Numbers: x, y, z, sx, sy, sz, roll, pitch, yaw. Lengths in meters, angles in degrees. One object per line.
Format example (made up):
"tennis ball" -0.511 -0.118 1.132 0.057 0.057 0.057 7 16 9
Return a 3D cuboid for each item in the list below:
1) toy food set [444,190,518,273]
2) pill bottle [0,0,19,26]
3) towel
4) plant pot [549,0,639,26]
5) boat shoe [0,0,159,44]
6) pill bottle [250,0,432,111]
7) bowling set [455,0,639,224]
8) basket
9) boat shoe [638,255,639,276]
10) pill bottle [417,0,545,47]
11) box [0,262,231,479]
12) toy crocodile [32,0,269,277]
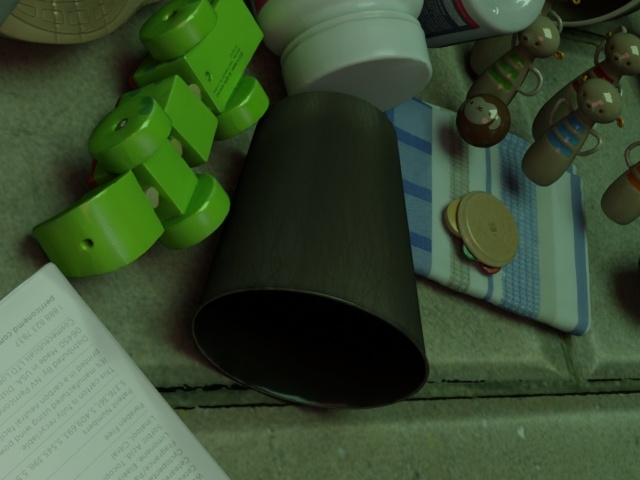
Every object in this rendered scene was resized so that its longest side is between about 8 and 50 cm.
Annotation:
"toy food set" 0.162 -0.009 1.380 0.083 0.020 0.082 -25 86 -44
"pill bottle" -0.365 -0.275 0.901 0.392 0.224 0.224 36 46 -10
"towel" 0.166 -0.028 1.430 0.285 0.034 0.209 20 57 -32
"plant pot" 0.336 -0.369 1.651 0.274 0.256 0.256 -8 72 -63
"boat shoe" -0.201 -0.223 1.160 0.285 0.092 0.102 -37 120 -50
"pill bottle" 0.006 -0.266 1.323 0.160 0.160 0.283 2 66 -42
"bowling set" 0.243 -0.146 1.414 0.287 0.154 0.200 49 31 16
"basket" 0.000 0.000 1.180 0.204 0.154 0.226 26 48 -25
"boat shoe" 0.452 0.052 1.610 0.303 0.091 0.114 18 88 -37
"pill bottle" 0.127 -0.247 1.398 0.108 0.180 0.107 0 89 -34
"box" -0.148 0.218 0.849 0.345 0.215 0.168 51 54 -7
"toy crocodile" -0.127 -0.098 1.157 0.115 0.105 0.340 54 37 -33
